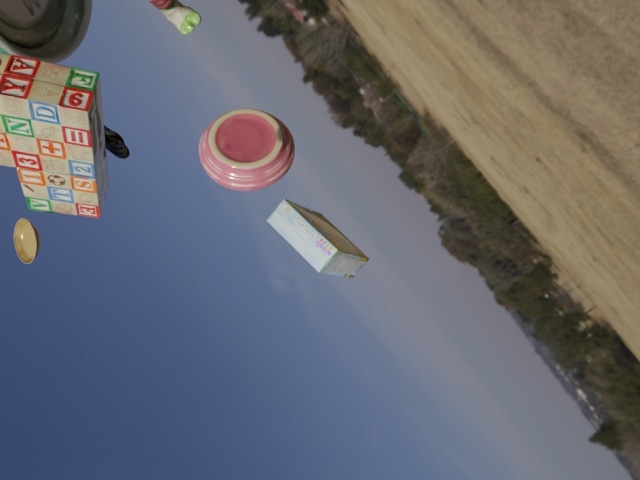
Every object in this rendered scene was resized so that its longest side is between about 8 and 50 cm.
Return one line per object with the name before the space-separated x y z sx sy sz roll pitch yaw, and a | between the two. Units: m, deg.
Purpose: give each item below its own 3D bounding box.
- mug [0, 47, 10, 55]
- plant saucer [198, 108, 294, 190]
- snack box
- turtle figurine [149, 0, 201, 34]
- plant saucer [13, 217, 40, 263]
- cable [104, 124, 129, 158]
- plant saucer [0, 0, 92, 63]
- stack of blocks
mug | -0.952 -0.599 1.580 0.097 0.157 0.130 100 162 -73
plant saucer | -0.253 -0.329 1.853 0.332 0.332 0.084 55 162 20
snack box | 0.000 0.000 1.216 0.174 0.070 0.207 44 -168 21
turtle figurine | -0.267 -0.465 0.873 0.266 0.274 0.198 24 -118 -55
plant saucer | -0.535 0.001 0.991 0.015 0.083 0.083 -10 -121 -53
cable | -0.489 -0.244 1.154 0.184 0.047 0.150 35 -174 3
plant saucer | -0.773 -0.671 1.410 0.100 0.401 0.400 12 -175 17
stack of blocks | -0.464 -0.163 0.920 0.171 0.297 0.087 8 -123 -13
